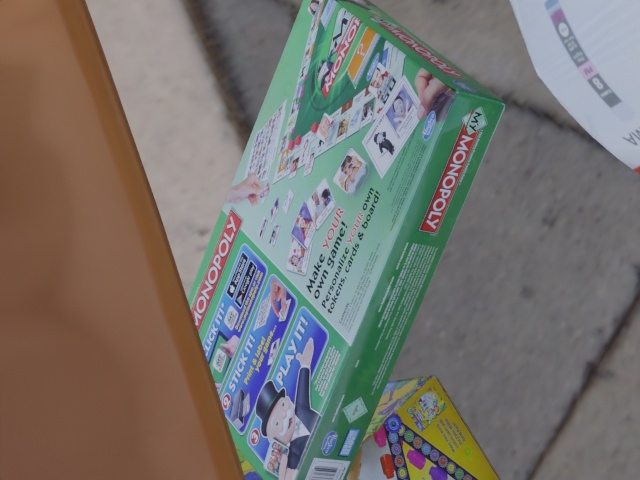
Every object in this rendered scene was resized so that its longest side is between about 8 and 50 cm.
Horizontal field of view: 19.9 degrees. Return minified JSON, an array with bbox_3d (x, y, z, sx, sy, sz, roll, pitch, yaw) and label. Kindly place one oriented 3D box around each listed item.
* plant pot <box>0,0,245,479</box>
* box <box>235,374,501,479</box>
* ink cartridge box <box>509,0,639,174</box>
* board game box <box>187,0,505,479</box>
[{"bbox_3d":[-0.113,0.055,0.227,0.203,0.291,0.291,-17,102,-2],"label":"plant pot"},{"bbox_3d":[-0.020,0.288,1.731,0.290,0.279,0.177,-15,110,54],"label":"box"},{"bbox_3d":[0.162,-0.077,0.739,0.189,0.066,0.232,-36,68,62],"label":"ink cartridge box"},{"bbox_3d":[0.000,0.000,1.293,0.213,0.046,0.317,46,120,51],"label":"board game box"}]
